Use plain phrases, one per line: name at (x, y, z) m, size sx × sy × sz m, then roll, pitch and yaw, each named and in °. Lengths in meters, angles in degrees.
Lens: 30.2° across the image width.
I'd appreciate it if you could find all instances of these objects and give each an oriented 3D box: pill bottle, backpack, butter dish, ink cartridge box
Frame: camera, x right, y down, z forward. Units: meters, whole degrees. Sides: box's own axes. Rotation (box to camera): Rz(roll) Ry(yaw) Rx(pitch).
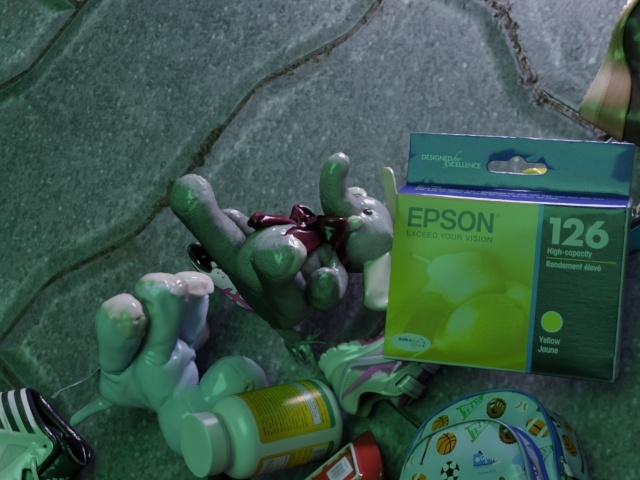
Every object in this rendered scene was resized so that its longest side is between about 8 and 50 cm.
pill bottle at (-0.083, 0.265, 1.645) m, size 0.117 × 0.208 × 0.118 m, roll 16°, pitch 109°, yaw 54°
backpack at (0.216, 0.323, 1.483) m, size 0.276 × 0.213 × 0.263 m, roll -19°, pitch 50°, yaw 23°
butter dish at (0.046, 0.364, 1.607) m, size 0.160 × 0.118 × 0.160 m, roll -41°, pitch 14°, yaw 7°
ink cartridge box at (0.245, 0.017, 1.545) m, size 0.303 × 0.072 × 0.307 m, roll 4°, pitch 93°, yaw 17°

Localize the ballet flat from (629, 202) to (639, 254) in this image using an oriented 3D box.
ballet flat at (0.395, -0.002, 1.618) m, size 0.188 × 0.070 × 0.070 m, roll -24°, pitch 59°, yaw 17°

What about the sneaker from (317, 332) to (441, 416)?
sneaker at (0.123, 0.174, 1.662) m, size 0.252 × 0.103 × 0.111 m, roll -28°, pitch 62°, yaw 22°

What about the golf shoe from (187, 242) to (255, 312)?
golf shoe at (-0.136, 0.058, 1.854) m, size 0.186 × 0.086 × 0.067 m, roll 24°, pitch 79°, yaw 33°

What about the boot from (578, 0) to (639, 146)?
boot at (0.501, -0.234, 1.663) m, size 0.206 × 0.090 × 0.248 m, roll 22°, pitch 78°, yaw 21°

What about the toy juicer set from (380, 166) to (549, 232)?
toy juicer set at (0.214, -0.001, 1.704) m, size 0.329 × 0.089 × 0.209 m, roll 3°, pitch 86°, yaw 47°

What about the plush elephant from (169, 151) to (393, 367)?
plush elephant at (0.000, 0.000, 1.701) m, size 0.255 × 0.330 × 0.272 m, roll -43°, pitch 41°, yaw -15°

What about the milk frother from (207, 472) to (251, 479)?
milk frother at (-0.138, 0.406, 1.668) m, size 0.143 × 0.135 × 0.129 m, roll -44°, pitch 54°, yaw 4°

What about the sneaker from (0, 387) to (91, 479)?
sneaker at (-0.488, 0.426, 1.826) m, size 0.257 × 0.169 × 0.448 m, roll -22°, pitch 57°, yaw 20°

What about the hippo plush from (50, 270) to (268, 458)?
hippo plush at (-0.214, 0.203, 1.740) m, size 0.294 × 0.234 × 0.236 m, roll -42°, pitch 65°, yaw -17°
